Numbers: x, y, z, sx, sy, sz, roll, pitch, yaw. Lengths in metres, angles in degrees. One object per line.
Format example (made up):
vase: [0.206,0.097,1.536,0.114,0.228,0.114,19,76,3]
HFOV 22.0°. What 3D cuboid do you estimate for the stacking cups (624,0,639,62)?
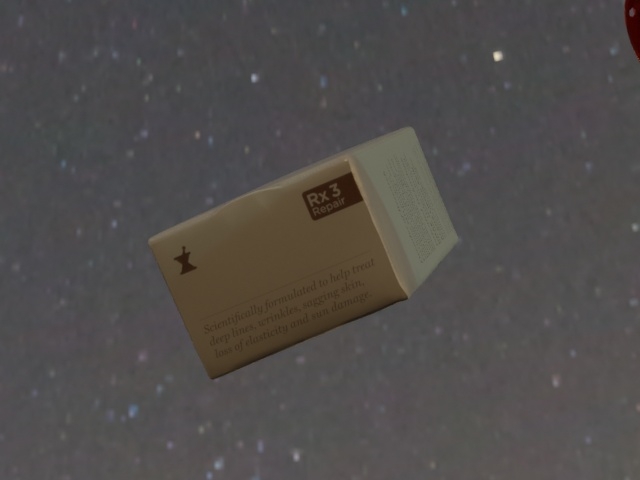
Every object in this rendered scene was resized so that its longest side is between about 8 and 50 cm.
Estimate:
stacking cups: [0.245,-0.150,0.583,0.316,0.096,0.096,-33,-44,-18]

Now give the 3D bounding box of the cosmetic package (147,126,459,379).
cosmetic package: [0.000,0.000,0.912,0.117,0.231,0.085,-23,-86,14]
